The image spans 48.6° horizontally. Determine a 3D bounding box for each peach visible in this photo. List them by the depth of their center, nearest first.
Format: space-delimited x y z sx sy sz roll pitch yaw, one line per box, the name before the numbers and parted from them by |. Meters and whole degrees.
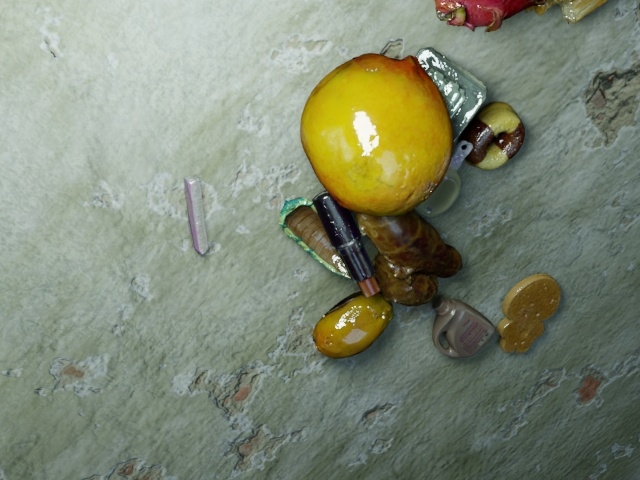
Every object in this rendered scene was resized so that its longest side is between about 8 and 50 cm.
peach | 0.126 -0.242 1.608 0.289 0.372 0.373 -21 131 -46

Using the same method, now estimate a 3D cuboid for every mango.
mango | 0.095 0.239 1.989 0.248 0.151 0.156 -34 157 -8

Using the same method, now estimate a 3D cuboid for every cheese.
cheese | 0.325 -0.165 1.865 0.137 0.064 0.227 15 120 -31

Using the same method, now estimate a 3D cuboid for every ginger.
ginger | 0.204 0.028 1.880 0.254 0.176 0.418 -44 130 1

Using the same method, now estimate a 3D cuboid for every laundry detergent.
laundry detergent | 0.406 0.269 2.158 0.237 0.076 0.171 30 104 -32

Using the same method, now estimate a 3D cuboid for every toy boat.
toy boat | -0.001 -0.003 1.829 0.108 0.099 0.293 -40 118 4

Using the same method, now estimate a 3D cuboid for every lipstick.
lipstick | 0.071 0.010 1.772 0.081 0.081 0.300 -27 104 -5

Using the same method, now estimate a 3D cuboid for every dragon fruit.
dragon fruit | 0.395 -0.604 1.561 0.315 0.250 0.250 -32 127 -22

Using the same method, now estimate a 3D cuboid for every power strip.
power strip | 0.274 -0.331 1.710 0.198 0.064 0.213 32 107 2

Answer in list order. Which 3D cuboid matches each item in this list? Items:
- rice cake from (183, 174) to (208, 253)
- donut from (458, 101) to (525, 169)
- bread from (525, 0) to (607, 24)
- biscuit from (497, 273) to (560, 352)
rice cake | -0.298 -0.060 1.703 0.036 0.047 0.207 -14 124 -21
donut | 0.459 -0.268 1.871 0.184 0.073 0.166 -38 127 5
bread | 0.663 -0.653 1.709 0.380 0.109 0.185 -33 133 2
biscuit | 0.658 0.233 2.259 0.201 0.044 0.289 -1 120 -21
